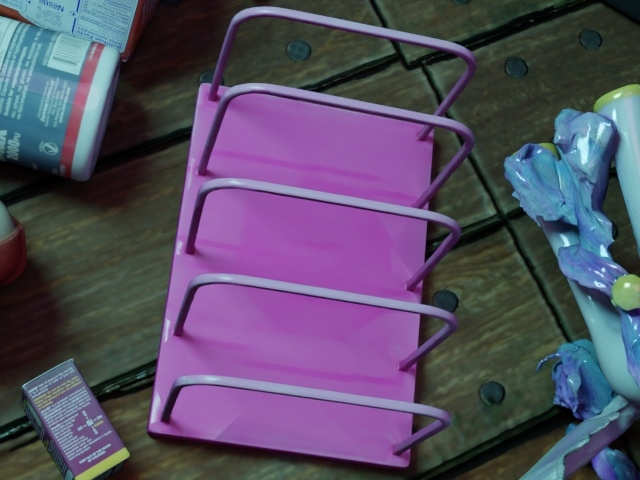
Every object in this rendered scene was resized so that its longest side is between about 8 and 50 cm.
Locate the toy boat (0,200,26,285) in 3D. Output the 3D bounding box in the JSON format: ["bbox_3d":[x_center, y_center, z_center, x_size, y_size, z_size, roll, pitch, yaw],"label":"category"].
[{"bbox_3d":[-0.313,0.055,0.838,0.231,0.151,0.151,-17,105,-18],"label":"toy boat"}]

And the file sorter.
[{"bbox_3d":[0.000,0.000,0.891,0.202,0.182,0.291,10,70,-10],"label":"file sorter"}]

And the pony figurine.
[{"bbox_3d":[0.242,0.086,0.860,0.302,0.351,0.363,-19,75,17],"label":"pony figurine"}]

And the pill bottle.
[{"bbox_3d":[-0.250,-0.117,0.911,0.180,0.108,0.108,15,69,-8],"label":"pill bottle"}]

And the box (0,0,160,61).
[{"bbox_3d":[-0.239,-0.262,0.937,0.256,0.128,0.123,20,46,-5],"label":"box"}]

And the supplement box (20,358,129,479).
[{"bbox_3d":[-0.178,0.136,0.872,0.043,0.055,0.083,-30,81,-22],"label":"supplement box"}]

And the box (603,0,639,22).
[{"bbox_3d":[0.373,-0.403,0.956,0.471,0.480,0.297,31,68,-1],"label":"box"}]
